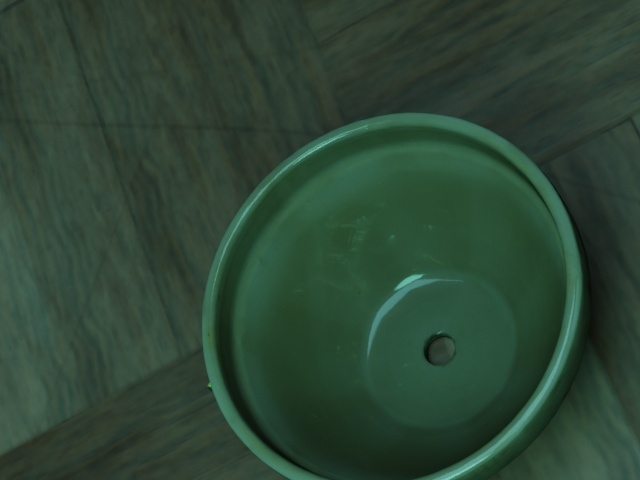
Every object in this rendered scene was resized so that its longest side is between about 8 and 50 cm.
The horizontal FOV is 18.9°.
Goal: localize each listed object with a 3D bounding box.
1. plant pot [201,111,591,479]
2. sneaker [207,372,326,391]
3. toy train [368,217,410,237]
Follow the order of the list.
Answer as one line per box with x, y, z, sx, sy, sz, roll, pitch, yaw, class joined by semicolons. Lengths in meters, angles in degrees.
0.056;0.051;1.159;0.237;0.110;0.237;-9;68;21;plant pot
-0.034;0.083;1.231;0.083;0.031;0.035;0;70;24;sneaker
0.000;0.000;1.254;0.158;0.027;0.036;-19;52;17;toy train
